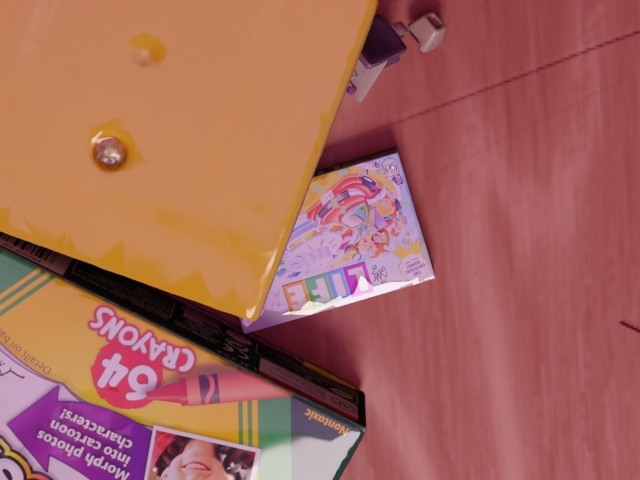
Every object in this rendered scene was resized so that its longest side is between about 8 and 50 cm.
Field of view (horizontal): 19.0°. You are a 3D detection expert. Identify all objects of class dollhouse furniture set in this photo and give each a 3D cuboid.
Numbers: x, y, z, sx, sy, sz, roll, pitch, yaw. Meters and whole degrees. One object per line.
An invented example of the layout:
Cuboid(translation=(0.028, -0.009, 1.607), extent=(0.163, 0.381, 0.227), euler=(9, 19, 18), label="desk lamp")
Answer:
Cuboid(translation=(0.018, -0.163, 1.437), extent=(0.114, 0.091, 0.081), euler=(52, 141, 12), label="dollhouse furniture set")

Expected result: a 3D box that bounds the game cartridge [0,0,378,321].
Cuboid(translation=(-0.121, -0.137, 1.352), extent=(0.285, 0.052, 0.323), euler=(21, 102, -4), label="game cartridge")

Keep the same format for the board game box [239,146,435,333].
Cuboid(translation=(0.000, 0.000, 1.463), extent=(0.154, 0.026, 0.103), euler=(-17, 102, 4), label="board game box")

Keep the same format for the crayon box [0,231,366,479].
Cuboid(translation=(-0.195, 0.182, 1.465), extent=(0.363, 0.106, 0.313), euler=(27, 101, -5), label="crayon box")
